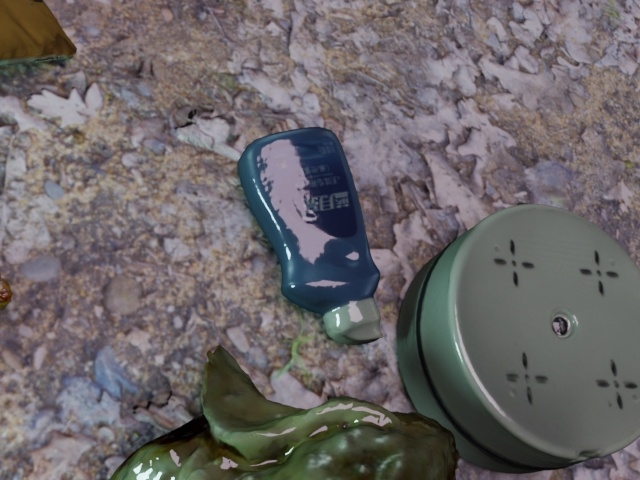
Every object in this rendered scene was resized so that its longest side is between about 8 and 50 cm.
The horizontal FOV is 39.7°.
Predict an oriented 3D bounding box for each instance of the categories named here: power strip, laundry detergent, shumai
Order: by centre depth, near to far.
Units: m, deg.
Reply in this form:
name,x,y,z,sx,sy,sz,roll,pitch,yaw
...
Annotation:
name,x,y,z,sx,sy,sz,roll,pitch,yaw
shumai,-0.059,0.309,0.912,0.348,0.395,0.395,16,62,12
laundry detergent,0.000,0.000,1.149,0.143,0.094,0.290,-14,76,-30
power strip,0.280,0.122,1.183,0.357,0.161,0.357,8,66,-19

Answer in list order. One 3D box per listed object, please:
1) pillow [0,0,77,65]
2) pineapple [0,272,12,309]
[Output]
name,x,y,z,sx,sy,sz,roll,pitch,yaw
pillow,-0.471,-0.317,1.032,0.310,0.119,0.312,58,36,3
pineapple,-0.393,0.054,0.988,0.114,0.077,0.114,-19,54,5
